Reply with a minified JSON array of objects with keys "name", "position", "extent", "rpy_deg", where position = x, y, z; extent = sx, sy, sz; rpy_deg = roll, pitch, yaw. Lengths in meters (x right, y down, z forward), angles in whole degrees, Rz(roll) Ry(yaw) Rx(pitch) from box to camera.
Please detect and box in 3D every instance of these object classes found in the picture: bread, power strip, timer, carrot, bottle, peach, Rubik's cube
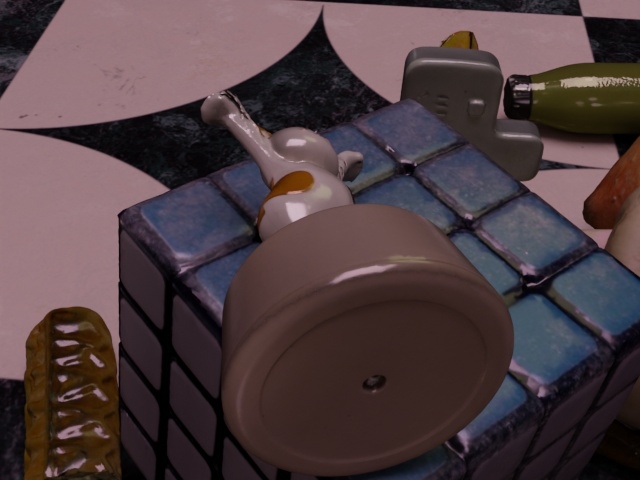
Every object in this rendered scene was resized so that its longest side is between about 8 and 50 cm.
[{"name":"bread","position":[-0.269,0.174,1.010],"extent":[0.087,0.098,0.269],"rpy_deg":[32,24,-35]},{"name":"power strip","position":[0.191,-0.122,1.230],"extent":[0.193,0.265,0.059],"rpy_deg":[4,38,0]},{"name":"timer","position":[0.000,0.000,0.633],"extent":[0.175,0.175,0.266],"rpy_deg":[-8,42,-11]},{"name":"carrot","position":[0.359,0.233,0.988],"extent":[0.254,0.049,0.049],"rpy_deg":[24,45,22]},{"name":"bottle","position":[0.421,-0.223,1.469],"extent":[0.260,0.112,0.112],"rpy_deg":[1,41,0]},{"name":"peach","position":[0.452,-0.058,1.207],"extent":[0.232,0.233,0.233],"rpy_deg":[1,41,-1]},{"name":"Rubik's cube","position":[0.043,0.128,0.852],"extent":[0.344,0.344,0.337],"rpy_deg":[-28,56,-31]},{"name":"peach","position":[0.249,-0.322,1.626],"extent":[0.077,0.050,0.083],"rpy_deg":[-38,40,-8]}]

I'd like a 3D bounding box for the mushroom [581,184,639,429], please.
[{"name":"mushroom","position":[0.388,0.078,1.010],"extent":[0.315,0.356,0.315],"rpy_deg":[11,55,-16]}]
